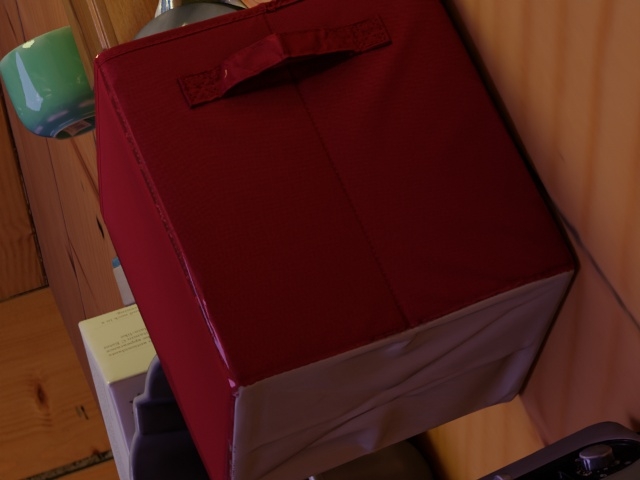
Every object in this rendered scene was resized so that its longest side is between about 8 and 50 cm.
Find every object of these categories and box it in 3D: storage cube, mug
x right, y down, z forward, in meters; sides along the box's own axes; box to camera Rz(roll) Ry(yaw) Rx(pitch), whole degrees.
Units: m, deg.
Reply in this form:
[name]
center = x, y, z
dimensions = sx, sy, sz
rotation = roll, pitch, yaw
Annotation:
[storage cube]
center = 0.000, 0.000, 1.002
dimensions = 0.215, 0.184, 0.193
rotation = 99, 149, -63
[mug]
center = -0.267, -0.172, 2.104
dimensions = 0.129, 0.158, 0.097
rotation = -32, 77, 52

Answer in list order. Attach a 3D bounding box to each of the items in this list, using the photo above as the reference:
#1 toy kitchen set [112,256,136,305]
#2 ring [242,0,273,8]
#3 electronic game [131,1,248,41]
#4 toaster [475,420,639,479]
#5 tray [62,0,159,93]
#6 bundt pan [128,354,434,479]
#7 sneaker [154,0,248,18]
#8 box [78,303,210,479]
[toy kitchen set]
center = -0.095, -0.055, 1.585
dimensions = 0.207, 0.122, 0.166
rotation = -21, 86, 58
[ring]
center = -0.066, -0.307, 1.216
dimensions = 0.336, 0.032, 0.336
rotation = 163, 90, -78
[electronic game]
center = -0.071, -0.053, 1.334
dimensions = 0.229, 0.048, 0.229
rotation = 12, 109, 39
[toaster]
center = 0.137, 0.189, 0.839
dimensions = 0.168, 0.110, 0.185
rotation = -150, 43, -73
[tray]
center = -0.240, -0.348, 1.821
dimensions = 0.203, 0.076, 0.411
rotation = 139, 112, -77
[bundt pan]
center = -0.012, 0.219, 1.381
dimensions = 0.331, 0.124, 0.331
rotation = 31, 127, 53
[sneaker]
center = -0.073, -0.118, 1.394
dimensions = 0.081, 0.080, 0.211
rotation = 96, 150, -62
[box]
center = -0.083, 0.138, 1.561
dimensions = 0.119, 0.181, 0.182
rotation = -129, 24, -60
